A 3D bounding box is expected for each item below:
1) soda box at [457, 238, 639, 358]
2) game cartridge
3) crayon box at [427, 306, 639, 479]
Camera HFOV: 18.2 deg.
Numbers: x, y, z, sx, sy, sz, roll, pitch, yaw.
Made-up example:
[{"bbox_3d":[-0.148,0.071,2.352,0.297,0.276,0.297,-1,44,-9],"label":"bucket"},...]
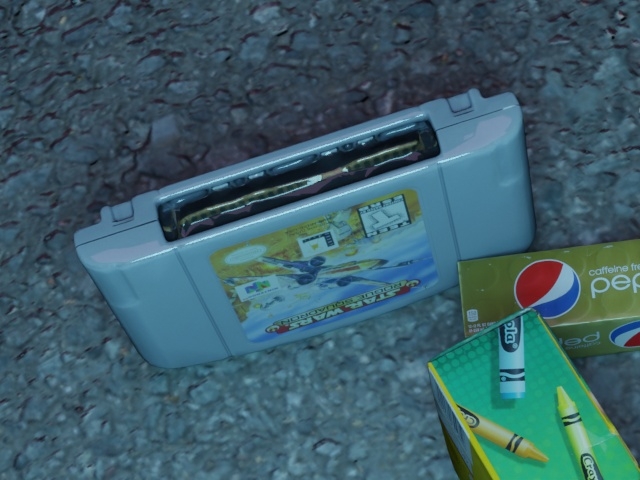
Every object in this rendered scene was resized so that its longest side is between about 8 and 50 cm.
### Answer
[{"bbox_3d":[0.188,0.041,1.368,0.181,0.058,0.061,-7,61,6],"label":"soda box"},{"bbox_3d":[0.000,0.000,1.345,0.297,0.198,0.062,-18,59,1],"label":"game cartridge"},{"bbox_3d":[0.169,0.198,1.223,0.081,0.165,0.278,-27,60,-6],"label":"crayon box"}]
